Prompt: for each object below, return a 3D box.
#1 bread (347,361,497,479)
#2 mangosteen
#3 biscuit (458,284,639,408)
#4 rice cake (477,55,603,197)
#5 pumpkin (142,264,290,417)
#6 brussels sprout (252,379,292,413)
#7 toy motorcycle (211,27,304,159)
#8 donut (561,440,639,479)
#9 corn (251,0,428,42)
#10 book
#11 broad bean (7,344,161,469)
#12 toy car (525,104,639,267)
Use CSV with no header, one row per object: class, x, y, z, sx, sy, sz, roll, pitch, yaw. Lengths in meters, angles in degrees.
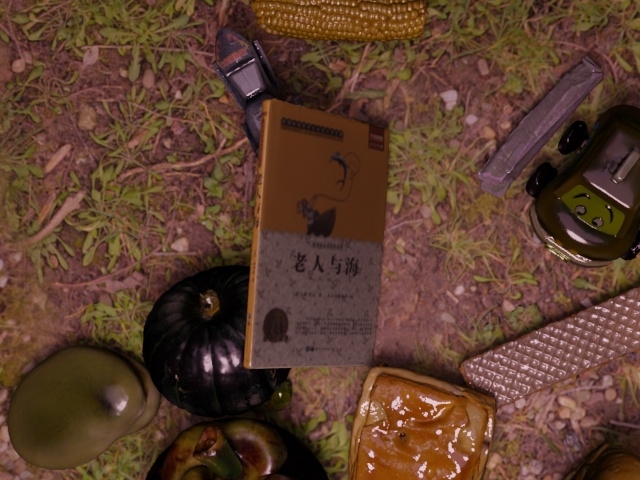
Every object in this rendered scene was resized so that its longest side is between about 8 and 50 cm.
bread,0.142,0.318,1.347,0.210,0.099,0.235,15,95,18
mangosteen,-0.109,0.396,1.293,0.313,0.297,0.297,-30,75,48
biscuit,0.400,0.156,1.375,0.379,0.054,0.094,-23,80,5
rice cake,0.352,-0.180,1.432,0.270,0.049,0.055,-50,57,-1
pumpkin,-0.153,0.144,1.385,0.250,0.216,0.250,-2,49,3
brussels sprout,-0.083,0.253,1.443,0.083,0.046,0.051,-18,84,16
toy motorcycle,-0.076,-0.188,1.434,0.108,0.173,0.307,-28,81,5
donut,0.362,0.430,1.209,0.170,0.360,0.360,39,89,12
corn,0.021,-0.376,1.483,0.310,0.101,0.101,9,84,9
book,0.000,0.000,1.359,0.032,0.269,0.389,1,87,45
broad bean,-0.394,0.264,1.447,0.263,0.121,0.189,-22,76,7
toy car,0.429,-0.086,1.331,0.204,0.198,0.248,37,90,11
